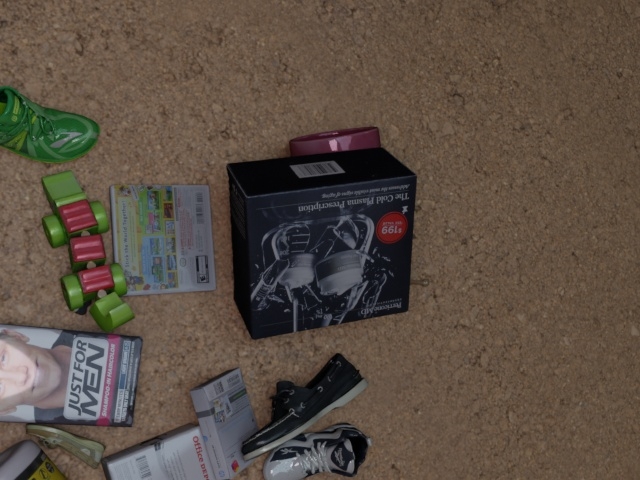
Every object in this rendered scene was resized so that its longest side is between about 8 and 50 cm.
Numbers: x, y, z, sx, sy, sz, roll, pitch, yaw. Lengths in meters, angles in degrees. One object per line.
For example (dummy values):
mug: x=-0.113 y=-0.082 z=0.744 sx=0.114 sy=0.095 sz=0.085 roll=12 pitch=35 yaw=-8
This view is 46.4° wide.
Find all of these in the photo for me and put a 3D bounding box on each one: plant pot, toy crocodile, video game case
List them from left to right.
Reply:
toy crocodile: x=-0.446 y=0.017 z=1.419 sx=0.115 sy=0.105 sz=0.340 roll=-15 pitch=74 yaw=-27
video game case: x=-0.324 y=-0.003 z=1.543 sx=0.207 sy=0.026 sz=0.226 roll=-2 pitch=84 yaw=-26
plant pot: x=0.042 y=-0.149 z=1.659 sx=0.201 sy=0.201 sz=0.180 roll=-15 pitch=105 yaw=-27

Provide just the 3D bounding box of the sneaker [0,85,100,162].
sneaker: x=-0.565 y=-0.219 z=1.406 sx=0.296 sy=0.123 sz=0.109 roll=8 pitch=78 yaw=-25

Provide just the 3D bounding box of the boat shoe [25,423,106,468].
boat shoe: x=-0.480 y=0.381 z=1.395 sx=0.153 sy=0.056 sz=0.048 roll=29 pitch=67 yaw=-27

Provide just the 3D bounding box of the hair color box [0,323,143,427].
hair color box: x=-0.515 y=0.246 z=1.369 sx=0.347 sy=0.105 sz=0.173 roll=9 pitch=78 yaw=-23

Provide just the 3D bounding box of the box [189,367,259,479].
box: x=-0.184 y=0.365 z=1.502 sx=0.145 sy=0.038 sz=0.186 roll=-18 pitch=90 yaw=-65

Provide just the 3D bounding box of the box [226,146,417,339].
box: x=0.000 y=0.000 z=1.511 sx=0.343 sy=0.179 sz=0.312 roll=-9 pitch=119 yaw=-16

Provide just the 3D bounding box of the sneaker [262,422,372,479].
sneaker: x=0.005 y=0.451 z=1.558 sx=0.235 sy=0.153 sz=0.094 roll=-9 pitch=85 yaw=-26

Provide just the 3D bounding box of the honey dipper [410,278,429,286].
honey dipper: x=0.190 y=0.097 z=1.773 sx=0.161 sy=0.030 sz=0.030 roll=5 pitch=80 yaw=-29

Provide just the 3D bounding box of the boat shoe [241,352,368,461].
boat shoe: x=-0.046 y=0.335 z=1.559 sx=0.340 sy=0.127 sz=0.113 roll=-26 pitch=82 yaw=-35

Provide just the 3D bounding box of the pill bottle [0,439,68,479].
pill bottle: x=-0.477 y=0.529 z=1.298 sx=0.188 sy=0.188 sz=0.334 roll=-40 pitch=100 yaw=-25

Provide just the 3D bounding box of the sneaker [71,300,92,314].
sneaker: x=-0.461 y=0.108 z=1.462 sx=0.035 sy=0.031 sz=0.083 roll=51 pitch=51 yaw=-44

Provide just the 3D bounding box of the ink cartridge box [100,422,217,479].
ink cartridge box: x=-0.308 y=0.455 z=1.448 sx=0.191 sy=0.082 sz=0.139 roll=-17 pitch=90 yaw=-28
